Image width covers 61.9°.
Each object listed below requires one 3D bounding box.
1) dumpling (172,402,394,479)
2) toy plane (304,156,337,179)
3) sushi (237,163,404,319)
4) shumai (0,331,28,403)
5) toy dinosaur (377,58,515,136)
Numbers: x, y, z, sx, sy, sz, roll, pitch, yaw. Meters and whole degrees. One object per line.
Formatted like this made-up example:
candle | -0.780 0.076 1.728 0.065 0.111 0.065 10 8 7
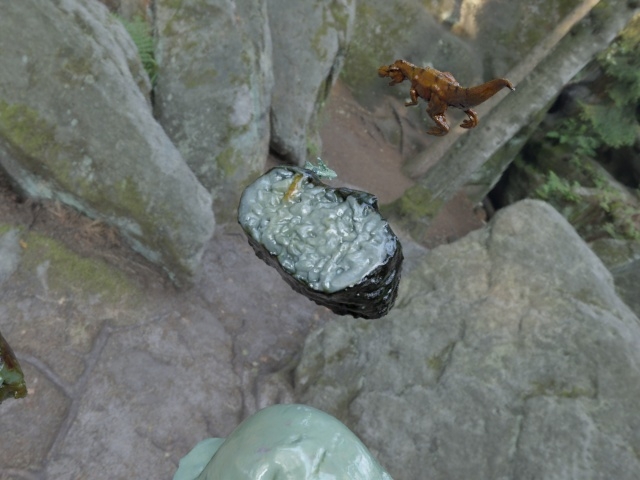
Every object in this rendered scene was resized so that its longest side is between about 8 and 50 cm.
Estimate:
dumpling | -0.043 0.366 0.725 0.212 0.321 0.269 39 35 -24
toy plane | -0.002 -0.160 1.245 0.083 0.080 0.033 20 57 -4
sushi | 0.000 0.000 0.994 0.350 0.210 0.170 29 -16 32
shumai | -0.503 0.204 0.634 0.222 0.261 0.224 -36 115 -77
toy dinosaur | 0.309 -0.328 1.251 0.432 0.097 0.208 30 -18 47
